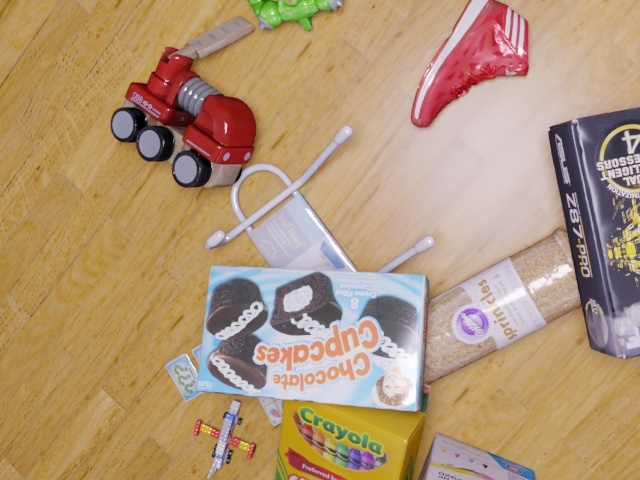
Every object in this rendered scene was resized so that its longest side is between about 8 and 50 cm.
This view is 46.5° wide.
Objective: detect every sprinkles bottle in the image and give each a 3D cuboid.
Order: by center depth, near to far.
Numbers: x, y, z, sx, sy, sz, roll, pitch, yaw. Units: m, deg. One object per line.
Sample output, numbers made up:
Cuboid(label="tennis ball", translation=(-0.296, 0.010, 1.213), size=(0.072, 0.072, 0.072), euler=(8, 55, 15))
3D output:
Cuboid(label="sprinkles bottle", translation=(0.236, 0.116, 1.126), size=(0.355, 0.121, 0.121), euler=(-31, 87, 14))

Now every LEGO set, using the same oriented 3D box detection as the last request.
Cuboid(label="LEGO set", translation=(-0.149, 0.285, 1.267), size=(0.182, 0.060, 0.244), euler=(-30, 88, 18))

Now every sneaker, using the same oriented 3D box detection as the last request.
Cuboid(label="sneaker", translation=(0.234, -0.250, 1.114), size=(0.128, 0.087, 0.221), euler=(31, 102, 11))

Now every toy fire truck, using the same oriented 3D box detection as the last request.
Cuboid(label="toy fire truck", translation=(-0.180, -0.232, 1.185), size=(0.217, 0.158, 0.246), euler=(35, 111, 21))

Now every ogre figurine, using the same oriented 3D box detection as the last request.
Cuboid(label="ogre figurine", translation=(-0.035, -0.400, 1.165), size=(0.197, 0.097, 0.118), euler=(-7, 75, -1))

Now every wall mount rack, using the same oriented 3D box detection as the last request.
Cuboid(label="wall mount rack", translation=(0.000, 0.000, 1.168), size=(0.304, 0.130, 0.350), euler=(-37, 86, 14))

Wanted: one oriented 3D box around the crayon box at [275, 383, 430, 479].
Cuboid(label="crayon box", translation=(0.039, 0.325, 1.139), size=(0.202, 0.081, 0.319), euler=(19, 120, 22))

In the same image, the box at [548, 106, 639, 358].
Cuboid(label="box", translation=(0.531, -0.039, 0.999), size=(0.395, 0.097, 0.318), euler=(-11, 93, -5))

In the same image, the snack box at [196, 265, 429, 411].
Cuboid(label="snack box", translation=(-0.011, 0.137, 1.068), size=(0.322, 0.060, 0.187), euler=(2, 78, 16))

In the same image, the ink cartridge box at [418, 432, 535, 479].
Cuboid(label="ink cartridge box", translation=(0.214, 0.424, 1.098), size=(0.171, 0.232, 0.168), euler=(20, 99, 11))
